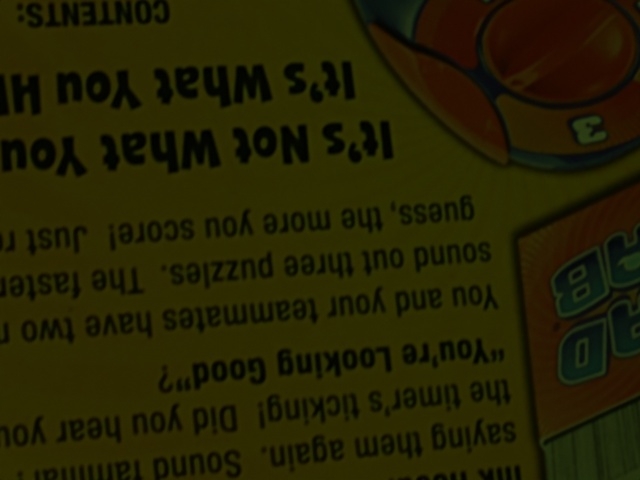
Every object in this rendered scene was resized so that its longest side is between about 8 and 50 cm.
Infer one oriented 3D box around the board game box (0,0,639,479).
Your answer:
[{"bbox_3d":[0.000,0.000,0.616,0.356,0.356,0.356,147,118,-72],"label":"board game box"}]
